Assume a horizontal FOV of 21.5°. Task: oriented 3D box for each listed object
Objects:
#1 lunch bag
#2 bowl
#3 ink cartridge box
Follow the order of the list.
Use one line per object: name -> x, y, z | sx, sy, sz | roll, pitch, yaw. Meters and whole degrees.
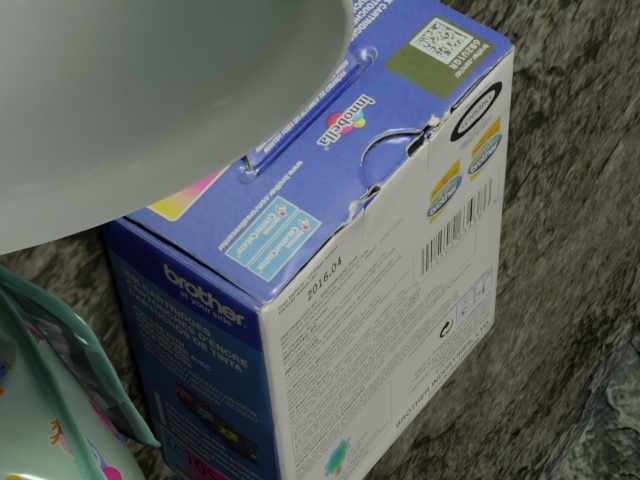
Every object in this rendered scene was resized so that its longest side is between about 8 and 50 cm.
lunch bag -> -0.165, 0.131, 0.887 | 0.160, 0.262, 0.223 | -25, 152, -4
bowl -> -0.147, -0.096, 0.631 | 0.298, 0.134, 0.298 | -17, 165, -5
ink cartridge box -> 0.000, 0.000, 1.166 | 0.270, 0.151, 0.395 | -47, 155, -27
